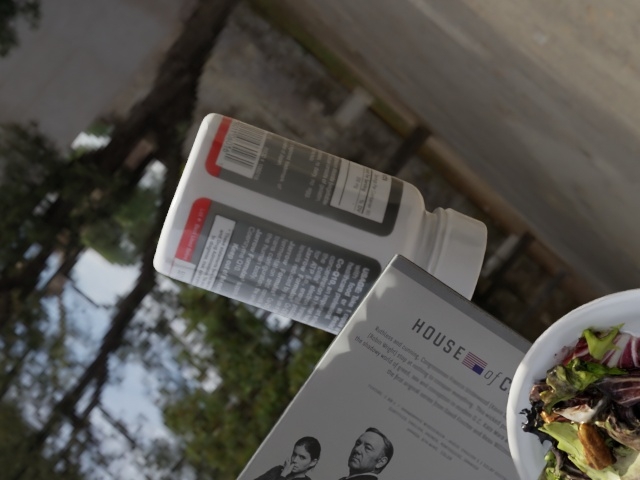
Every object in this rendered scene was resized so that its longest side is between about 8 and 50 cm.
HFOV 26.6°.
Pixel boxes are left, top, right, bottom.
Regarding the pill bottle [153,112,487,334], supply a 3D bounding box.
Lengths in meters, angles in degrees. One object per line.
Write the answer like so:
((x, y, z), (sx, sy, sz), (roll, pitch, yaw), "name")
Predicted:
((0.000, 0.000, 1.278), (0.283, 0.161, 0.161), (20, -173, -5), "pill bottle")

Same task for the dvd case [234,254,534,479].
((0.054, 0.154, 0.860), (0.179, 0.238, 0.029), (34, 172, 12), "dvd case")

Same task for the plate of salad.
((0.185, 0.115, 0.673), (0.200, 0.200, 0.048), (41, -141, 2), "plate of salad")
